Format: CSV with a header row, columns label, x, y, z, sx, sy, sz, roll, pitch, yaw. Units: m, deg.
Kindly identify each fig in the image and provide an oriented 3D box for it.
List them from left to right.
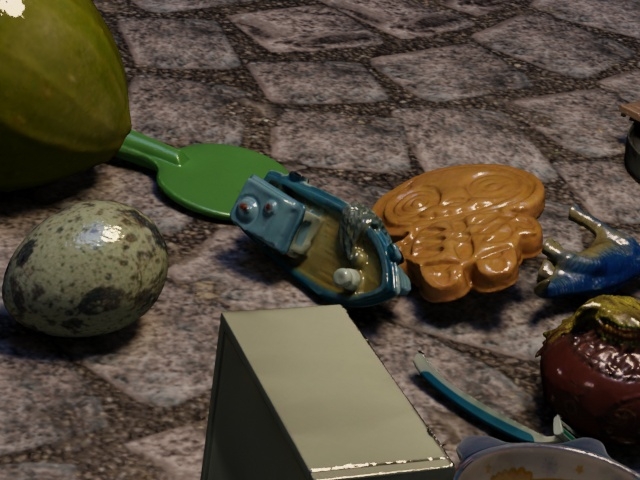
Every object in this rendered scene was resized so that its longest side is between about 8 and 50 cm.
label,x,y,z,sx,sy,sz,roll,pitch,yaw
fig,-0.357,-0.180,1.910,0.316,0.316,0.316,6,29,-4

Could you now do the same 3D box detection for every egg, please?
label,x,y,z,sx,sy,sz,roll,pitch,yaw
egg,-0.232,0.031,1.689,0.172,0.132,0.132,-24,40,-26

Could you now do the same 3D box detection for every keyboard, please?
label,x,y,z,sx,sy,sz,roll,pitch,yaw
keyboard,0.462,-0.140,2.213,0.055,0.017,0.166,-14,36,-43

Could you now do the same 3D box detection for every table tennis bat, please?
label,x,y,z,sx,sy,sz,roll,pitch,yaw
table tennis bat,-0.151,-0.083,2.019,0.257,0.039,0.160,22,32,13

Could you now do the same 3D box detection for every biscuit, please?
label,x,y,z,sx,sy,sz,roll,pitch,yaw
biscuit,0.152,-0.018,1.908,0.202,0.044,0.288,-10,24,8

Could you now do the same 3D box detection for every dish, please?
label,x,y,z,sx,sy,sz,roll,pitch,yaw
dish,0.209,0.261,1.436,0.228,0.086,0.236,1,29,-16

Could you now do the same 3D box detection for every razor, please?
label,x,y,z,sx,sy,sz,roll,pitch,yaw
razor,0.162,0.160,1.658,0.191,0.037,0.068,25,-10,33

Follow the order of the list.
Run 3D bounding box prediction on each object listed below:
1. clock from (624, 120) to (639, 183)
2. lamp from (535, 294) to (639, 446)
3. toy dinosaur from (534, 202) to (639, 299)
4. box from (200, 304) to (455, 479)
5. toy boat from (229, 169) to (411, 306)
label,x,y,z,sx,sy,sz,roll,pitch,yaw
clock,0.497,-0.101,2.213,0.215,0.042,0.215,7,28,-4
lamp,0.291,0.122,1.657,0.157,0.135,0.156,10,29,-2
toy dinosaur,0.334,0.039,1.890,0.188,0.075,0.248,21,25,16
box,-0.002,0.202,1.340,0.117,0.225,0.225,-4,31,-21
toy boat,0.000,0.000,1.820,0.238,0.109,0.098,32,7,36
